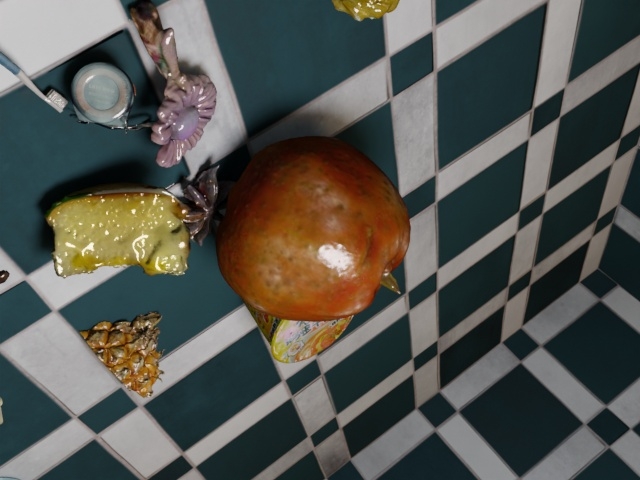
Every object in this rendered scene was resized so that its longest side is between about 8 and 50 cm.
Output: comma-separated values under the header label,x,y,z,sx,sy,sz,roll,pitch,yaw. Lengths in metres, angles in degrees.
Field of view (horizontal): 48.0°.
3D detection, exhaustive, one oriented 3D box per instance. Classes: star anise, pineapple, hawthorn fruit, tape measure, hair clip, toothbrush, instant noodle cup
label,x,y,z,sx,sy,sz,roll,pitch,yaw
star anise,-0.249,-0.064,1.464,0.181,0.061,0.204,-40,155,-28
pineapple,-0.396,0.258,1.616,0.164,0.140,0.249,-35,144,-16
hawthorn fruit,0.000,0.000,1.481,0.403,0.403,0.402,-28,145,-22
tape measure,-0.344,-0.235,1.197,0.180,0.104,0.107,-53,154,-82
hair clip,-0.246,-0.258,1.217,0.173,0.069,0.300,-52,151,-31
toothbrush,-0.449,-0.256,1.033,0.025,0.019,0.275,-49,157,-3
instant noodle cup,-0.066,0.142,1.772,0.264,0.200,0.264,-29,145,-23

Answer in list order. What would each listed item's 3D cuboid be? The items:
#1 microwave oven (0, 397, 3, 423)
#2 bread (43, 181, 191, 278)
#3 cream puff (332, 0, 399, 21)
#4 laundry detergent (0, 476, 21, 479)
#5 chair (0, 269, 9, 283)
label,x,y,z,sx,sy,sz,roll,pitch,yaw
microwave oven,-0.656,0.210,1.177,0.194,0.240,0.145,-17,140,-34
bread,-0.360,-0.024,1.326,0.252,0.133,0.174,-4,107,-7
cream puff,0.083,-0.480,1.291,0.156,0.121,0.156,-22,141,-19
laundry detergent,-0.752,0.755,1.641,0.287,0.305,0.287,-28,144,-22
chair,-0.673,0.079,1.089,0.319,0.160,0.186,-41,146,-8
